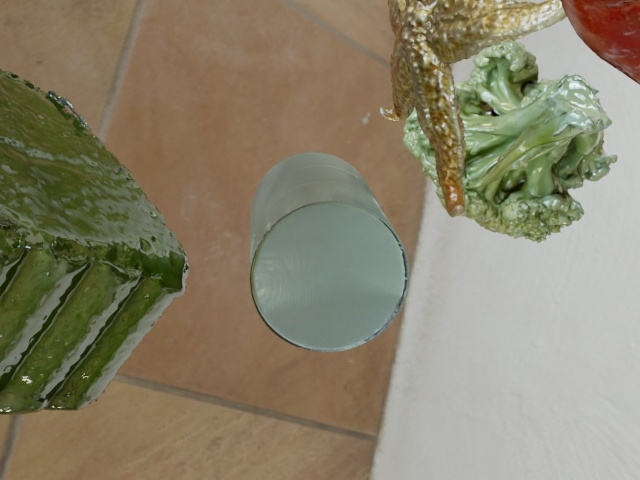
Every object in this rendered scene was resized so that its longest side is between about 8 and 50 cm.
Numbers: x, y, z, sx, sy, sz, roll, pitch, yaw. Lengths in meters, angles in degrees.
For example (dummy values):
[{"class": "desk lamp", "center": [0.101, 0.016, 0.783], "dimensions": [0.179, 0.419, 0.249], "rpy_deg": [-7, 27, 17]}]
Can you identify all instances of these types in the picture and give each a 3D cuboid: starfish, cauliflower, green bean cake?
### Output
[{"class": "starfish", "center": [0.127, -0.211, 0.895], "dimensions": [0.094, 0.327, 0.375], "rpy_deg": [-7, 101, -26]}, {"class": "cauliflower", "center": [0.286, -0.156, 1.191], "dimensions": [0.327, 0.281, 0.260], "rpy_deg": [4, 52, -26]}, {"class": "green bean cake", "center": [-0.311, -0.007, 0.685], "dimensions": [0.218, 0.335, 0.319], "rpy_deg": [-49, 147, 16]}]

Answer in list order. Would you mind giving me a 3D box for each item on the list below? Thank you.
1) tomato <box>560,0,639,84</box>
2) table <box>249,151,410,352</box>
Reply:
[{"class": "tomato", "center": [0.246, -0.150, 0.460], "dimensions": [0.228, 0.228, 0.101], "rpy_deg": [32, 44, -36]}, {"class": "table", "center": [0.000, 0.000, 0.755], "dimensions": [0.126, 0.220, 0.126], "rpy_deg": [-1, 105, -4]}]
